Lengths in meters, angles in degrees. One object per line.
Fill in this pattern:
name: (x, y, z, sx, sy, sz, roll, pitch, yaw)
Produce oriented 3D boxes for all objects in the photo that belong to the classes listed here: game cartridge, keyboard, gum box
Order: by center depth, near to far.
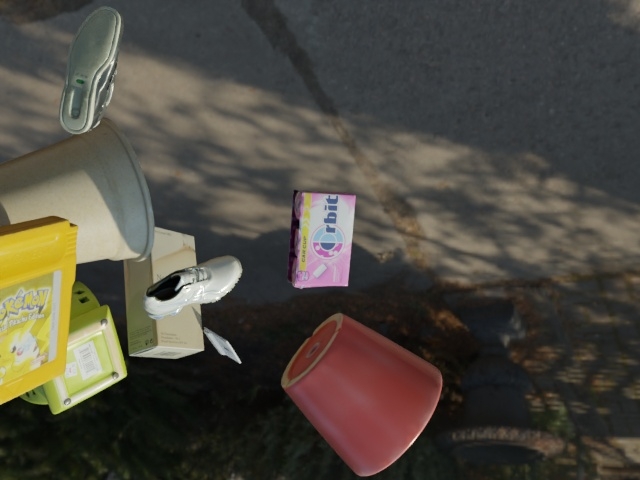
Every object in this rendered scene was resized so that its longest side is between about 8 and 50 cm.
game cartridge: (-0.545, 0.130, 1.327, 0.053, 0.323, 0.285, 19, -161, 20)
gum box: (0.000, 0.000, 1.452, 0.107, 0.188, 0.062, 2, -172, -18)
keyboard: (-0.258, 0.282, 2.014, 0.072, 0.014, 0.256, 24, 162, 11)

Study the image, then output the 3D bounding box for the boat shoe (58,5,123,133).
boat shoe: (-0.408, -0.308, 1.370, 0.084, 0.233, 0.079, 24, -165, 9)

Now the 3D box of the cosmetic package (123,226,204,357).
cosmetic package: (-0.399, 0.135, 1.914, 0.113, 0.309, 0.160, -20, 159, 34)

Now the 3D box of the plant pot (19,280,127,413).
plant pot: (-0.589, 0.253, 1.761, 0.207, 0.227, 0.228, 15, 122, 45)

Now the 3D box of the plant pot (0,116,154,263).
plant pot: (-0.570, -0.070, 1.622, 0.305, 0.333, 0.334, -20, 166, -33)

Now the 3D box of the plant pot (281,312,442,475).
plant pot: (0.071, 0.298, 1.558, 0.243, 0.275, 0.275, 41, 143, -8)

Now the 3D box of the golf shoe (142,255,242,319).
golf shoe: (-0.209, 0.071, 1.244, 0.176, 0.069, 0.086, -28, 163, -15)
